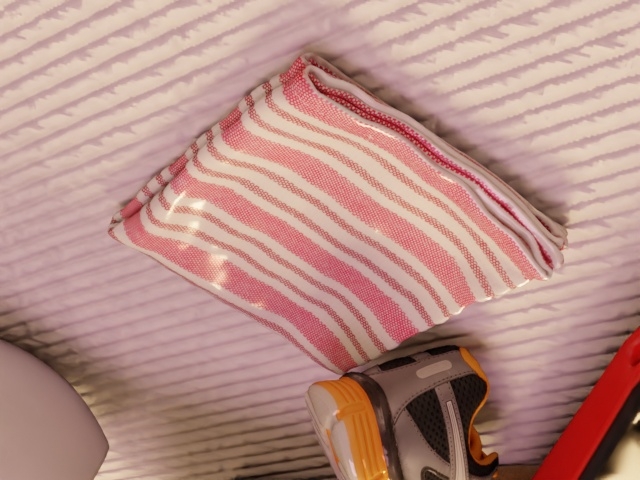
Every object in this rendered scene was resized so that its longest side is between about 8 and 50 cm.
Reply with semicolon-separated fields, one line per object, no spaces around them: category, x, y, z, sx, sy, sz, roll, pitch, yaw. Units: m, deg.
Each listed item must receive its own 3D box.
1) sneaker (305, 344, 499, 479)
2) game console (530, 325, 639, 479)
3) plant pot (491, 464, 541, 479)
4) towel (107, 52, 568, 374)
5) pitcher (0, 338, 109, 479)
sneaker;0.054;0.127;0.818;0.083;0.084;0.215;-27;148;-8
game console;0.283;0.180;0.764;0.386;0.060;0.342;16;139;-2
plant pot;0.166;0.204;0.913;0.236;0.032;0.236;14;147;9
towel;0.000;0.000;0.708;0.144;0.029;0.197;33;146;-17
pitcher;-0.226;0.099;0.875;0.207;0.125;0.178;32;173;-6
